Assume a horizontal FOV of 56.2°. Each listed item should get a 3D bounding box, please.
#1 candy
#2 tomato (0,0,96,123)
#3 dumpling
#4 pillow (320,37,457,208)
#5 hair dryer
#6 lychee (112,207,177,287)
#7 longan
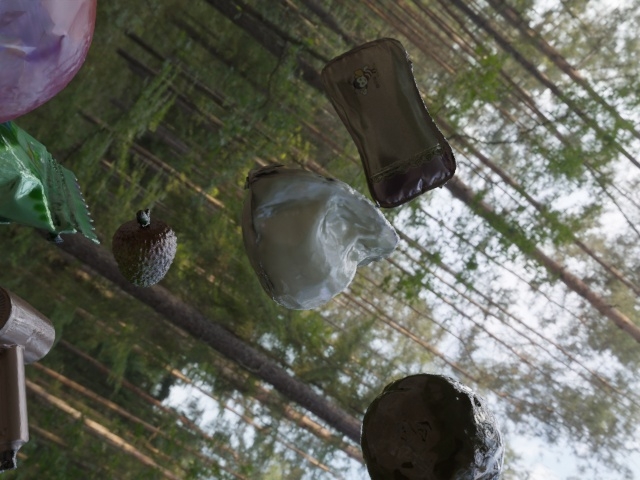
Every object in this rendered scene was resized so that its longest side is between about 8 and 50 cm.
[{"bbox_3d":[-0.506,-0.138,0.884,0.172,0.398,0.262,-41,-134,16],"label":"candy"},{"bbox_3d":[-0.306,-0.201,0.452,0.290,0.176,0.334,-37,150,-29],"label":"tomato"},{"bbox_3d":[0.000,0.000,0.659,0.247,0.173,0.142,81,9,-65],"label":"dumpling"},{"bbox_3d":[0.095,-0.166,0.842,0.131,0.232,0.038,-24,180,16],"label":"pillow"},{"bbox_3d":[-0.320,0.144,0.614,0.117,0.064,0.181,87,-10,-64],"label":"hair dryer"},{"bbox_3d":[-0.310,0.013,1.057,0.114,0.114,0.146,-110,-155,-70],"label":"lychee"},{"bbox_3d":[0.324,0.601,1.725,0.404,0.435,0.404,-16,-163,5],"label":"longan"}]
